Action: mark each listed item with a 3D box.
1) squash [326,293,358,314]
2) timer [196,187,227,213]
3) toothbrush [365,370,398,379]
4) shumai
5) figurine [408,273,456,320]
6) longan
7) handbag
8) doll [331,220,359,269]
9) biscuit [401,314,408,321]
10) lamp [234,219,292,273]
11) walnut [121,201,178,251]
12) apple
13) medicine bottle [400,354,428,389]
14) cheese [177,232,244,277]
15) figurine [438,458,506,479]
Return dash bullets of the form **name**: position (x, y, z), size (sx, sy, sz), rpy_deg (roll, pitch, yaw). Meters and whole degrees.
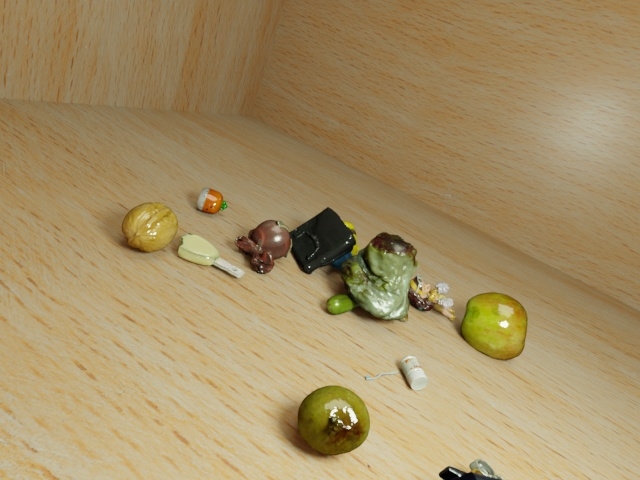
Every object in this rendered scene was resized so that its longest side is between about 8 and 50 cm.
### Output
- **squash**: position (0.087, 0.216, 1.468), size (0.066, 0.066, 0.201), rpy_deg (35, 21, 28)
- **timer**: position (-0.453, -0.160, 1.768), size (0.136, 0.099, 0.136), rpy_deg (25, 31, -17)
- **toothbrush**: position (0.181, 0.395, 1.230), size (0.132, 0.011, 0.013), rpy_deg (4, 50, -37)
- **shumai**: position (0.246, 0.103, 1.500), size (0.304, 0.263, 0.309), rpy_deg (5, 34, -50)
- **figurine**: position (0.448, 0.232, 1.687), size (0.240, 0.115, 0.174), rpy_deg (26, 25, -6)
- **longan**: position (0.029, 0.391, 0.913), size (0.155, 0.176, 0.144), rpy_deg (-21, 82, -12)
- **handbag**: position (0.000, 0.000, 1.698), size (0.088, 0.244, 0.275), rpy_deg (59, -2, -40)
- **doll**: position (0.100, 0.011, 1.832), size (0.200, 0.145, 0.362), rpy_deg (29, 29, -21)
- **biscuit**: position (0.267, 0.232, 1.639), size (0.131, 0.026, 0.236), rpy_deg (18, 24, -5)
- **lamp**: position (-0.190, 0.020, 1.570), size (0.223, 0.151, 0.215), rpy_deg (-41, 48, -16)
- **walnut**: position (-0.548, -0.043, 1.358), size (0.159, 0.159, 0.206), rpy_deg (21, 18, -3)
- **apple**: position (0.653, 0.321, 1.595), size (0.227, 0.245, 0.246), rpy_deg (8, 20, 14)
- **medicine bottle**: position (0.279, 0.395, 1.257), size (0.057, 0.057, 0.089), rpy_deg (14, 25, -19)
- **cheese**: position (-0.371, 0.058, 1.417), size (0.256, 0.050, 0.127), rpy_deg (27, 23, 12)
- **figurine**: position (0.364, 0.572, 0.845), size (0.309, 0.143, 0.308), rpy_deg (30, 6, -3)
